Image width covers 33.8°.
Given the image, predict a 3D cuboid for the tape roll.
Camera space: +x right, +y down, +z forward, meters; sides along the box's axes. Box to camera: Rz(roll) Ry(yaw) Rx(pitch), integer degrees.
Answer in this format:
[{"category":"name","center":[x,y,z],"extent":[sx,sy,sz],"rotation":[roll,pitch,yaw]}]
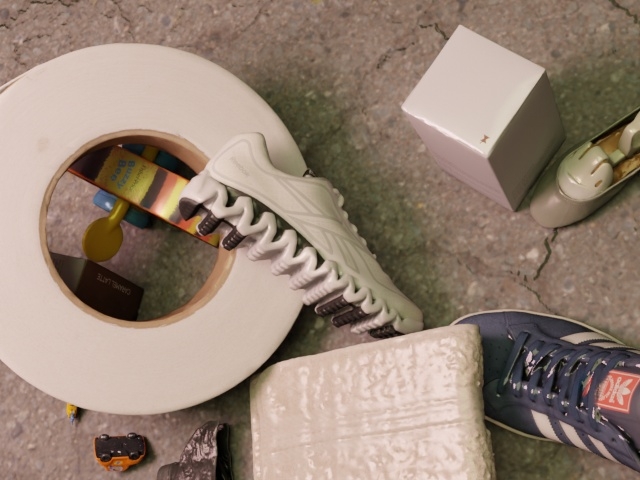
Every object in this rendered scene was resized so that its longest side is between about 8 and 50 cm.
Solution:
[{"category":"tape roll","center":[-0.195,-0.013,1.113],"extent":[0.391,0.072,0.392],"rotation":[1,86,-18]}]

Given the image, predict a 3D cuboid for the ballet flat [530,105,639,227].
[{"category":"ballet flat","center":[0.303,-0.093,1.084],"extent":[0.213,0.068,0.072],"rotation":[-35,66,7]}]

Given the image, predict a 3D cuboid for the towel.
[{"category":"towel","center":[0.047,0.199,1.067],"extent":[0.282,0.049,0.187],"rotation":[-15,71,33]}]

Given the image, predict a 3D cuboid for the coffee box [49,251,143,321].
[{"category":"coffee box","center":[-0.353,0.063,1.229],"extent":[0.246,0.141,0.098],"rotation":[10,78,22]}]

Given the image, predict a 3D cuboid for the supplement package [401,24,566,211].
[{"category":"supplement package","center":[0.172,-0.120,1.076],"extent":[0.105,0.179,0.105],"rotation":[35,88,24]}]

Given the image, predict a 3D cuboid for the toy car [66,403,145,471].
[{"category":"toy car","center":[-0.248,0.222,1.215],"extent":[0.122,0.060,0.041],"rotation":[47,138,40]}]

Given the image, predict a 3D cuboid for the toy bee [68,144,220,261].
[{"category":"toy bee","center":[-0.246,-0.072,1.221],"extent":[0.298,0.162,0.195],"rotation":[3,78,20]}]

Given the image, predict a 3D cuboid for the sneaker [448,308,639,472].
[{"category":"sneaker","center":[0.266,0.142,0.985],"extent":[0.350,0.148,0.131],"rotation":[17,81,23]}]

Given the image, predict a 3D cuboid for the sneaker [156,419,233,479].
[{"category":"sneaker","center":[-0.127,0.287,1.134],"extent":[0.089,0.051,0.170],"rotation":[-20,66,18]}]

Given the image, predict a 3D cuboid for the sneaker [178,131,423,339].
[{"category":"sneaker","center":[0.000,0.000,1.090],"extent":[0.292,0.110,0.118],"rotation":[37,68,-13]}]
